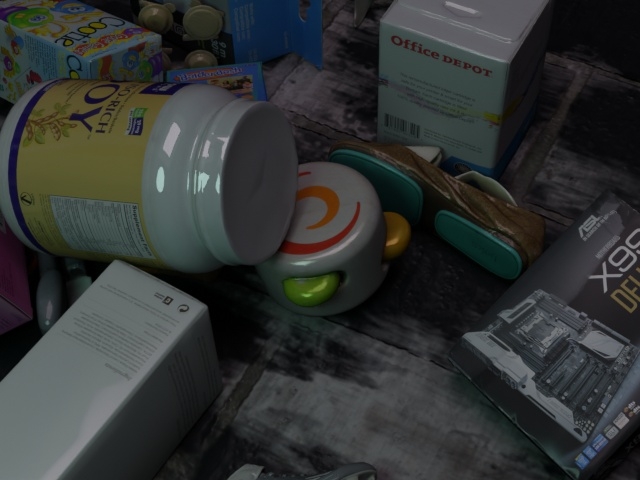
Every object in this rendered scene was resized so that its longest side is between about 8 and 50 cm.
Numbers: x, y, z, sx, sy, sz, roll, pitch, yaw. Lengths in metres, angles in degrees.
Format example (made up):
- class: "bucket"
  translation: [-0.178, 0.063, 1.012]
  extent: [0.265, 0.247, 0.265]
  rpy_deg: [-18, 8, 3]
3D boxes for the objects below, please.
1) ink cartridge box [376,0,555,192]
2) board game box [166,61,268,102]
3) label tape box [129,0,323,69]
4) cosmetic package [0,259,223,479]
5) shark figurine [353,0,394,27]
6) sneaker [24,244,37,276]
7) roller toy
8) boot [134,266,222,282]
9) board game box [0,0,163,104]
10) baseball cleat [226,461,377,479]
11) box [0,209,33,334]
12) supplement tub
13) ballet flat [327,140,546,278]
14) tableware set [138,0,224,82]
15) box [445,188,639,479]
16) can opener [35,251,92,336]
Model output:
- class: "ink cartridge box"
  translation: [0.213, -0.251, 1.658]
  extent: [0.198, 0.270, 0.197]
  rpy_deg: [23, 55, 18]
- class: "board game box"
  translation: [-0.161, -0.212, 1.741]
  extent: [0.160, 0.047, 0.210]
  rpy_deg: [-6, 33, -3]
- class: "label tape box"
  translation: [-0.164, -0.414, 1.814]
  extent: [0.347, 0.249, 0.115]
  rpy_deg: [30, 57, 24]
- class: "cosmetic package"
  translation: [-0.285, 0.228, 1.331]
  extent: [0.155, 0.197, 0.365]
  rpy_deg: [26, 55, 22]
- class: "shark figurine"
  translation: [0.188, -0.421, 1.902]
  extent: [0.278, 0.116, 0.166]
  rpy_deg: [24, 54, 17]
- class: "sneaker"
  translation: [-0.479, 0.042, 1.569]
  extent: [0.158, 0.065, 0.061]
  rpy_deg: [-32, 57, -23]
- class: "roller toy"
  translation: [0.000, 0.000, 1.538]
  extent: [0.209, 0.146, 0.191]
  rpy_deg: [-43, 55, -18]
- class: "boot"
  translation: [-0.193, -0.069, 1.631]
  extent: [0.211, 0.104, 0.295]
  rpy_deg: [18, 52, 21]
- class: "board game box"
  translation: [-0.389, -0.276, 1.733]
  extent: [0.275, 0.144, 0.142]
  rpy_deg: [27, 40, 32]
- class: "baseball cleat"
  translation: [-0.037, 0.298, 1.346]
  extent: [0.206, 0.072, 0.109]
  rpy_deg: [-21, 47, -19]
- class: "box"
  translation: [-0.525, 0.046, 1.482]
  extent: [0.243, 0.117, 0.214]
  rpy_deg: [-26, 52, 11]
- class: "supplement tub"
  translation: [-0.220, -0.085, 1.430]
  extent: [0.331, 0.241, 0.241]
  rpy_deg: [6, 50, 25]
- class: "ballet flat"
  translation: [0.177, -0.069, 1.614]
  extent: [0.342, 0.116, 0.124]
  rpy_deg: [29, 53, 19]
- class: "tableware set"
  translation: [-0.231, -0.319, 1.797]
  extent: [0.141, 0.169, 0.020]
  rpy_deg: [5, 41, -9]
- class: "box"
  translation: [0.350, 0.122, 1.400]
  extent: [0.307, 0.076, 0.242]
  rpy_deg: [-45, 60, 0]
- class: "can opener"
  translation: [-0.364, 0.031, 1.566]
  extent: [0.074, 0.093, 0.280]
  rpy_deg: [-12, 47, -7]
